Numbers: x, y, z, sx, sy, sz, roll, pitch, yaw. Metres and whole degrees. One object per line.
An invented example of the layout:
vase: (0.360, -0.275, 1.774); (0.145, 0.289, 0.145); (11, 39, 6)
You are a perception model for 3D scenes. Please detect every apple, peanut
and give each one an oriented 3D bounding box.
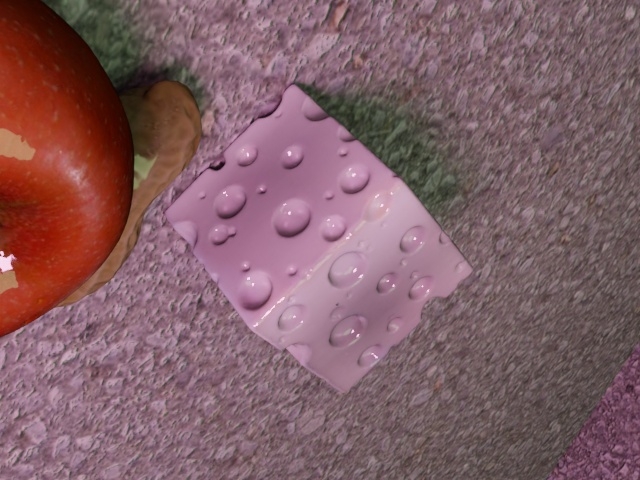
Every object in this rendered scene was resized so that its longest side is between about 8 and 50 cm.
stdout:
apple: (-0.335, -0.067, 0.741); (0.349, 0.277, 0.348); (-23, 137, -24)
peanut: (-0.236, -0.050, 0.969); (0.298, 0.120, 0.136); (-52, 164, 9)

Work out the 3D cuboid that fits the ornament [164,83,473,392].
ornament: (0.000, 0.000, 1.113); (0.240, 0.240, 0.239); (-44, 140, 1)
